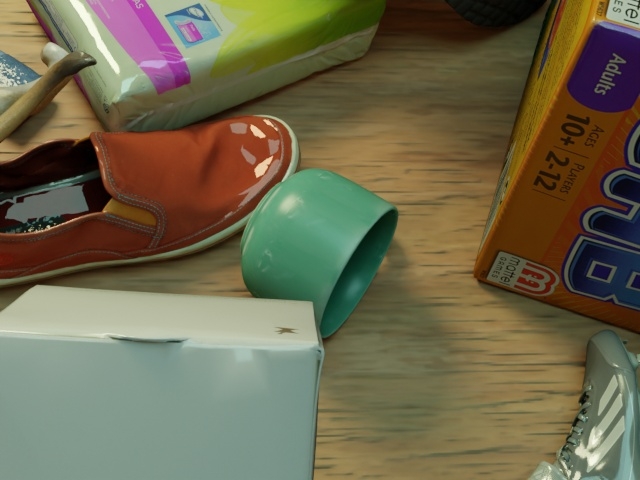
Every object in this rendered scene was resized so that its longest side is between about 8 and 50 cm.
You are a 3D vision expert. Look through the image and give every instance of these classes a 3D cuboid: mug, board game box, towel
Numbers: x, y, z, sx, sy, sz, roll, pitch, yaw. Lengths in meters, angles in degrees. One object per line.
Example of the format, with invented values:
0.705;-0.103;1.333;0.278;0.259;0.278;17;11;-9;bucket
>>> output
-0.005;0.007;0.958;0.097;0.158;0.129;30;85;14;mug
0.374;-0.140;0.941;0.357;0.356;0.356;18;60;4;board game box
-0.319;-0.155;1.062;0.119;0.029;0.067;33;62;13;towel

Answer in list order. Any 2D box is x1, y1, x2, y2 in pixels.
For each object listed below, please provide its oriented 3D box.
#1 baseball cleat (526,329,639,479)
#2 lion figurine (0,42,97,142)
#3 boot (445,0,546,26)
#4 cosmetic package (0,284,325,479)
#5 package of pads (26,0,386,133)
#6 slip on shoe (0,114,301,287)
0.218;0.166;0.912;0.110;0.072;0.205;-2;56;0;baseball cleat
-0.401;-0.143;0.937;0.392;0.142;0.240;26;74;20;lion figurine
0.086;-0.336;1.109;0.338;0.118;0.222;6;41;-44;boot
-0.105;0.220;0.685;0.197;0.155;0.365;5;96;-2;cosmetic package
-0.120;-0.242;1.093;0.297;0.101;0.229;-24;65;-22;package of pads
-0.170;-0.047;0.975;0.332;0.101;0.123;-15;61;-16;slip on shoe
